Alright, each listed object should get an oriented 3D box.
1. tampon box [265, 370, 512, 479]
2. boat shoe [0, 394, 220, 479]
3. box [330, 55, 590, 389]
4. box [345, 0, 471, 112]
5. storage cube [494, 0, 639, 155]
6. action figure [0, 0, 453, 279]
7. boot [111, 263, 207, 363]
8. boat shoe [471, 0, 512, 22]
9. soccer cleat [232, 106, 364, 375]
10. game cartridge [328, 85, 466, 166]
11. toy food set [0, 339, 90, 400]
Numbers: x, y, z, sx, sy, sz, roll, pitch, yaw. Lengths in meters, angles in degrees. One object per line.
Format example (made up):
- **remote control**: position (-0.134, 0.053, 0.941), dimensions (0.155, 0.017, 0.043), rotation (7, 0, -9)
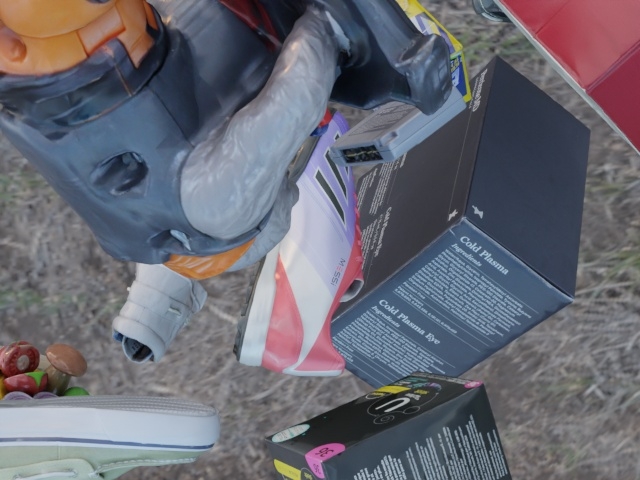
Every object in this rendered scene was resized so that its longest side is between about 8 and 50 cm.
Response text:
- **tampon box**: position (0.057, 0.189, 0.965), dimensions (0.120, 0.161, 0.101), rotation (-3, 106, 65)
- **boat shoe**: position (-0.243, 0.196, 1.065), dimensions (0.302, 0.109, 0.094), rotation (-2, 89, 3)
- **box**: position (0.174, -0.009, 1.501), dimensions (0.179, 0.343, 0.312), rotation (34, 133, -15)
- **box**: position (0.026, -0.144, 0.754), dimensions (0.059, 0.054, 0.169), rotation (-33, 58, -7)
- **storage cube**: position (0.306, -0.222, 1.092), dimensions (0.193, 0.215, 0.183), rotation (-44, 52, 14)
- **action figure**: position (-0.135, -0.091, 0.522), dimensions (0.341, 0.330, 0.178), rotation (16, 70, 48)
- **boot**: position (-0.203, 0.087, 1.373), dimensions (0.095, 0.258, 0.123), rotation (25, 76, 4)
- **boat shoe**: position (0.272, -0.297, 1.327), dimensions (0.079, 0.233, 0.084), rotation (-29, 81, 52)
- **soccer cleat**: position (0.000, 0.000, 1.224), dimensions (0.116, 0.318, 0.108), rotation (16, 149, 0)
- **game cartridge**: position (0.041, -0.060, 0.594), dimensions (0.056, 0.083, 0.017), rotation (-41, 104, -14)
- **toy food set**: position (-0.305, 0.162, 1.273), dimensions (0.071, 0.128, 0.218), rotation (-54, 37, 17)
